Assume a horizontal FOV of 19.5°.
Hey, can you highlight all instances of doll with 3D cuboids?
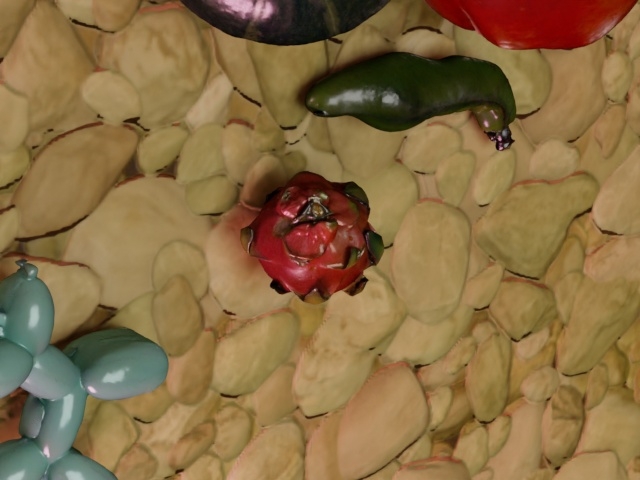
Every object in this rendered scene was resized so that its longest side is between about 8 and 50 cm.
[{"bbox_3d":[-0.171,0.091,1.124,0.158,0.059,0.159,8,103,-42],"label":"doll"}]

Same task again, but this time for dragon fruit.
[{"bbox_3d":[0.000,-0.001,1.221,0.081,0.086,0.116,-30,173,14],"label":"dragon fruit"}]

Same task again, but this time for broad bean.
[{"bbox_3d":[0.074,-0.100,1.265,0.195,0.046,0.061,7,100,-43],"label":"broad bean"}]

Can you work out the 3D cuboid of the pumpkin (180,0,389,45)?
[{"bbox_3d":[-0.021,-0.197,1.080,0.167,0.125,0.167,-5,114,-12],"label":"pumpkin"}]

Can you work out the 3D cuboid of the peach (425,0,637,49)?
[{"bbox_3d":[0.136,-0.238,1.165,0.196,0.190,0.226,-9,119,-25],"label":"peach"}]
